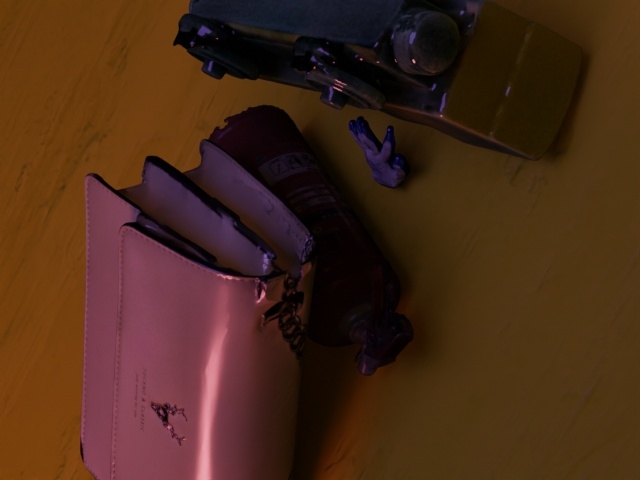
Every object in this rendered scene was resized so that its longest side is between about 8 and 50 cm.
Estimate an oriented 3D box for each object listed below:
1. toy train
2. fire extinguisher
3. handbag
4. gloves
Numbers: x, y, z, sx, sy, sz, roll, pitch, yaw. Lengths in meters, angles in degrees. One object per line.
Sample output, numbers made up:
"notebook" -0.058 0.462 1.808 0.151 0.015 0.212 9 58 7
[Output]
"toy train" 0.032 -0.183 1.555 0.369 0.237 0.150 20 88 52
"fire extinguisher" 0.000 0.000 1.615 0.337 0.106 0.147 56 157 36
"handbag" -0.116 0.119 1.609 0.236 0.160 0.359 36 133 39
"gloves" 0.059 -0.085 1.607 0.026 0.086 0.064 -45 39 -20
